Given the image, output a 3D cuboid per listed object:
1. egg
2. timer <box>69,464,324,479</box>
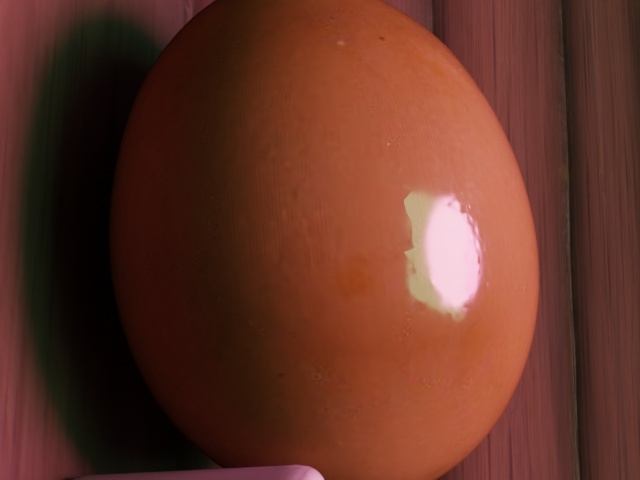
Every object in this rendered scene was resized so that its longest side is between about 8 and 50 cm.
[{"bbox_3d":[0.000,0.000,0.984,0.301,0.301,0.373,10,66,-62],"label":"egg"},{"bbox_3d":[-0.092,0.268,0.853,0.192,0.195,0.194,-48,126,-56],"label":"timer"}]
